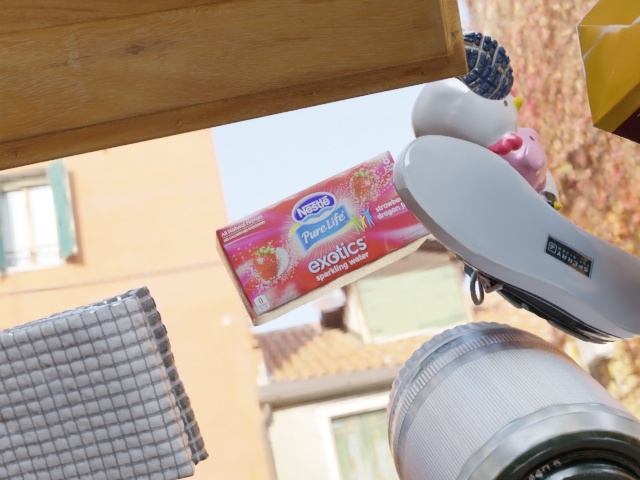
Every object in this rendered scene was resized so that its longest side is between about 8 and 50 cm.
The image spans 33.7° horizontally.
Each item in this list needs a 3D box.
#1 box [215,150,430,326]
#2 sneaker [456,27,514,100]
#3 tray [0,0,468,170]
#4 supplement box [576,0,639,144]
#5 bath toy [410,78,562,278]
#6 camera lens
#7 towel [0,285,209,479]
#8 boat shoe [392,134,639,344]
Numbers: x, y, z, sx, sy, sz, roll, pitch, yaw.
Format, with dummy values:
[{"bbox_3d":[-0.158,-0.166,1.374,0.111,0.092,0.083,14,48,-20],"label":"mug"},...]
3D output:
[{"bbox_3d":[0.000,0.000,1.396,0.256,0.128,0.122,-25,-9,-10],"label":"box"},{"bbox_3d":[0.129,-0.185,1.022,0.052,0.135,0.058,-53,12,-1],"label":"sneaker"},{"bbox_3d":[-0.109,-0.161,0.614,0.411,0.203,0.076,-16,12,-28],"label":"tray"},{"bbox_3d":[0.360,-0.170,0.897,0.194,0.129,0.191,17,-38,-20],"label":"supplement box"},{"bbox_3d":[0.213,-0.070,1.252,0.151,0.129,0.348,-46,-36,-12],"label":"bath toy"},{"bbox_3d":[0.193,0.217,1.012,0.219,0.219,0.274,-8,19,-10],"label":"camera lens"},{"bbox_3d":[-0.302,0.200,1.267,0.283,0.235,0.121,-16,8,10],"label":"towel"},{"bbox_3d":[0.188,0.009,1.031,0.306,0.113,0.105,26,-29,-16],"label":"boat shoe"}]
